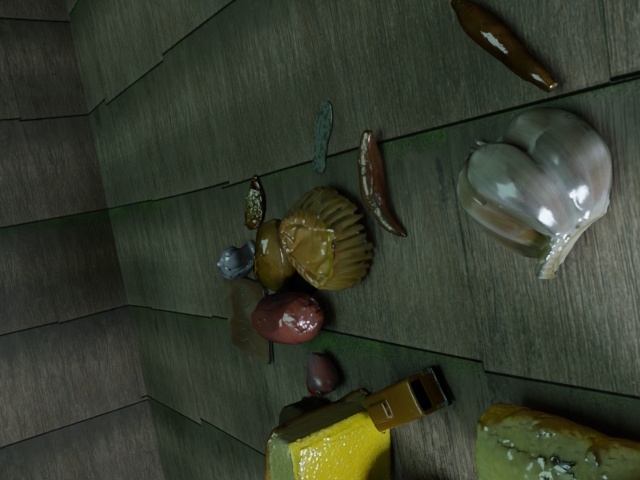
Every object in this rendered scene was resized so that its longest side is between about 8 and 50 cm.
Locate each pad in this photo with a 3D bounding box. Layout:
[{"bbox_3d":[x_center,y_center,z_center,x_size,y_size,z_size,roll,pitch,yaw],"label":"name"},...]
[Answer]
[{"bbox_3d":[-0.253,0.258,1.972,0.287,0.018,0.284,14,112,51],"label":"pad"}]

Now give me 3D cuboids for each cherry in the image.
[{"bbox_3d":[0.006,0.379,1.606,0.106,0.087,0.126,-2,81,60],"label":"cherry"}]

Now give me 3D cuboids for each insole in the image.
[{"bbox_3d":[-0.065,0.132,1.690,0.232,0.003,0.080,-24,82,54],"label":"insole"},{"bbox_3d":[0.004,-0.260,1.467,0.065,0.006,0.193,34,127,43],"label":"insole"}]

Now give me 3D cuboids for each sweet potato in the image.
[{"bbox_3d":[0.126,-0.122,1.307,0.078,0.058,0.255,-15,93,34],"label":"sweet potato"},{"bbox_3d":[0.310,-0.339,0.988,0.264,0.057,0.057,52,138,25],"label":"sweet potato"}]

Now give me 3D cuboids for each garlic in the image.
[{"bbox_3d":[0.352,-0.094,0.969,0.292,0.210,0.237,56,174,19],"label":"garlic"}]

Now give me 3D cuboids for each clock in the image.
[{"bbox_3d":[-0.288,0.072,1.874,0.080,0.117,0.176,63,143,19],"label":"clock"}]

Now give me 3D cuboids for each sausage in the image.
[{"bbox_3d":[-0.095,0.219,1.636,0.280,0.152,0.152,-12,91,59],"label":"sausage"}]

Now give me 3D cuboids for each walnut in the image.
[{"bbox_3d":[-0.132,0.048,1.649,0.137,0.137,0.245,32,126,44],"label":"walnut"}]

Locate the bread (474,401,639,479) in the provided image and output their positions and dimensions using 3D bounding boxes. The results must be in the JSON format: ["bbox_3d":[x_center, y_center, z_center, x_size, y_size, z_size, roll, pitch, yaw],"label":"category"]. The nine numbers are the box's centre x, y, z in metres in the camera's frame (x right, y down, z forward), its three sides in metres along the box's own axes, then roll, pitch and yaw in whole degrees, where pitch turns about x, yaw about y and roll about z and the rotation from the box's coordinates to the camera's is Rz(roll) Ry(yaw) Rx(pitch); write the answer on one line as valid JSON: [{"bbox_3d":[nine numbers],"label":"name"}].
[{"bbox_3d":[0.448,0.418,0.955,0.375,0.165,0.236,6,110,52],"label":"bread"}]

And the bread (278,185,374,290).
[{"bbox_3d":[0.000,0.000,1.441,0.274,0.149,0.274,13,108,45],"label":"bread"}]

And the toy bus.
[{"bbox_3d":[0.193,0.371,1.325,0.201,0.114,0.098,-44,65,50],"label":"toy bus"}]

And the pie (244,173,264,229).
[{"bbox_3d":[-0.205,-0.104,1.780,0.088,0.033,0.191,41,131,34],"label":"pie"}]

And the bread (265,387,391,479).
[{"bbox_3d":[0.029,0.573,1.437,0.143,0.333,0.323,12,107,49],"label":"bread"}]

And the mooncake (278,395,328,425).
[{"bbox_3d":[-0.025,0.572,1.684,0.228,0.124,0.228,31,128,50],"label":"mooncake"}]
